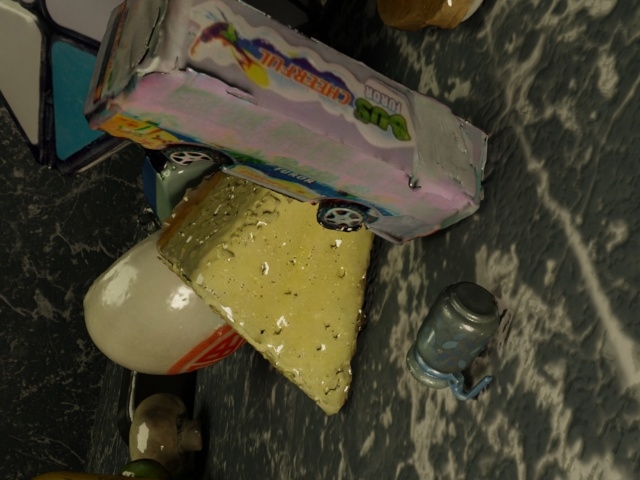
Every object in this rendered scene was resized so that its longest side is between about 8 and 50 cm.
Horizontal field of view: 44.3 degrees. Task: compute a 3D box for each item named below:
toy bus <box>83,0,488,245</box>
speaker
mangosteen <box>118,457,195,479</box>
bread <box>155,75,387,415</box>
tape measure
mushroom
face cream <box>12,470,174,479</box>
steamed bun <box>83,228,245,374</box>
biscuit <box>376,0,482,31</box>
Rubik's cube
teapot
[{"bbox_3d":[-0.009,-0.090,0.611,0.138,0.317,0.112,-13,65,54],"label":"toy bus"},{"bbox_3d":[-0.358,0.241,1.604,0.180,0.184,0.388,134,141,-57],"label":"speaker"},{"bbox_3d":[-0.295,0.489,1.188,0.300,0.300,0.300,-169,90,-71],"label":"mangosteen"},{"bbox_3d":[0.000,0.000,0.904,0.315,0.279,0.248,-38,17,-11],"label":"bread"},{"bbox_3d":[-0.144,-0.125,1.021,0.098,0.215,0.351,55,161,9],"label":"tape measure"},{"bbox_3d":[-0.267,0.353,1.385,0.166,0.127,0.166,177,90,-90],"label":"mushroom"},{"bbox_3d":[-0.193,0.308,0.841,0.105,0.349,0.104,-169,90,-71],"label":"face cream"},{"bbox_3d":[-0.176,0.084,1.092,0.177,0.283,0.283,54,147,8],"label":"steamed bun"},{"bbox_3d":[0.115,-0.284,0.745,0.208,0.049,0.180,-156,77,-70],"label":"biscuit"},{"bbox_3d":[-0.223,-0.293,0.948,0.305,0.310,0.307,-19,14,36],"label":"Rubik's cube"},{"bbox_3d":[0.107,0.076,0.596,0.049,0.064,0.083,-52,-12,-51],"label":"teapot"}]
